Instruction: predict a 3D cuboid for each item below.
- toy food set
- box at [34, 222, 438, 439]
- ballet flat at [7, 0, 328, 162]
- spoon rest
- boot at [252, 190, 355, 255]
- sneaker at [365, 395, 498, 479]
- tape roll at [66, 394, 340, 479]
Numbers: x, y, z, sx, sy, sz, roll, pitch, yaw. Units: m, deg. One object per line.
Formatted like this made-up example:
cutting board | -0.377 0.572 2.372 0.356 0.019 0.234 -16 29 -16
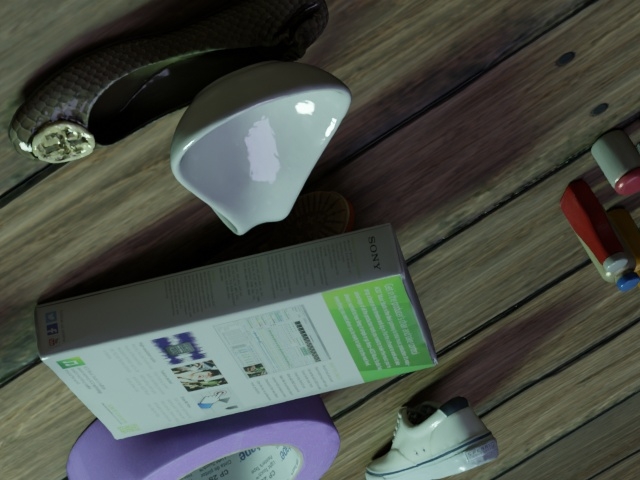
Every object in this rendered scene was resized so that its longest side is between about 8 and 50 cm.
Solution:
toy food set | 0.317 -0.028 1.792 0.111 0.104 0.232 -16 152 -21
box | -0.068 0.087 1.612 0.322 0.058 0.232 -12 154 6
ballet flat | -0.106 -0.116 1.295 0.250 0.058 0.084 -25 155 -5
spoon rest | -0.050 -0.063 1.327 0.137 0.084 0.276 -22 172 -11
boot | 0.000 0.000 1.611 0.085 0.059 0.158 -11 158 -36
sneaker | 0.125 0.236 2.114 0.094 0.091 0.258 -17 173 -31
tape roll | -0.121 0.227 1.861 0.275 0.090 0.275 -22 153 -12
